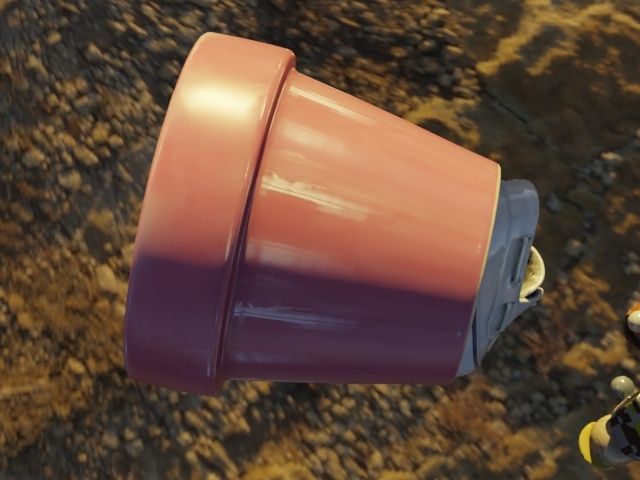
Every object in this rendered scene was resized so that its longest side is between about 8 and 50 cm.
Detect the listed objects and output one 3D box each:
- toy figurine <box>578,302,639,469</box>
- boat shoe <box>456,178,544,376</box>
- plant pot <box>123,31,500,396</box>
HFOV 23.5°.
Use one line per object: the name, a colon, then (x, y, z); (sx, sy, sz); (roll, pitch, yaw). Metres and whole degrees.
toy figurine: (0.365, 0.149, 1.434); (0.209, 0.148, 0.213); (24, 63, -9)
boat shoe: (0.133, 0.028, 1.222); (0.088, 0.096, 0.267); (-10, 148, 0)
plant pot: (0.000, 0.000, 0.866); (0.180, 0.201, 0.201); (13, 100, 2)
